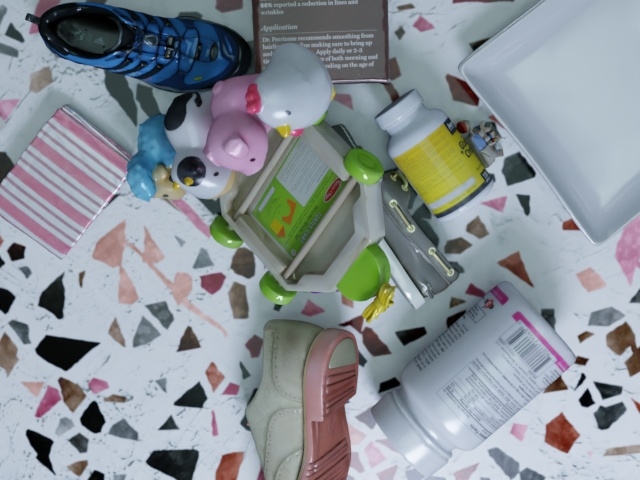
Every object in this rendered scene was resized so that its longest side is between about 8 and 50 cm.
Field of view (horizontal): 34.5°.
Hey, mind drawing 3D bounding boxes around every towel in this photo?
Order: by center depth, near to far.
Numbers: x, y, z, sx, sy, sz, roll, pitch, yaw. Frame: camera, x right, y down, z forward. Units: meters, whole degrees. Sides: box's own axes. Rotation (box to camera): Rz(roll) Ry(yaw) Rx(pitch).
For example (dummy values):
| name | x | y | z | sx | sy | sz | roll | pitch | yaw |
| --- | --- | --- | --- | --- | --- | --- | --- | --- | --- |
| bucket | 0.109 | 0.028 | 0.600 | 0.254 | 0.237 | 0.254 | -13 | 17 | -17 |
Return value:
| name | x | y | z | sx | sy | sz | roll | pitch | yaw |
| --- | --- | --- | --- | --- | --- | --- | --- | --- | --- |
| towel | -0.383 | -0.086 | 1.535 | 0.144 | 0.029 | 0.197 | 39 | 99 | -7 |

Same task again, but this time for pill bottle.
| name | x | y | z | sx | sy | sz | roll | pitch | yaw |
| --- | --- | --- | --- | --- | --- | --- | --- | --- | --- |
| pill bottle | 0.162 | -0.125 | 1.501 | 0.103 | 0.103 | 0.184 | -37 | 99 | 4 |
| pill bottle | 0.222 | 0.208 | 1.528 | 0.283 | 0.160 | 0.160 | -42 | 98 | 5 |

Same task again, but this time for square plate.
| name | x | y | z | sx | sy | sz | roll | pitch | yaw |
| --- | --- | --- | --- | --- | --- | --- | --- | --- | --- |
| square plate | 0.436 | -0.228 | 1.518 | 0.344 | 0.049 | 0.347 | -39 | 98 | 4 |

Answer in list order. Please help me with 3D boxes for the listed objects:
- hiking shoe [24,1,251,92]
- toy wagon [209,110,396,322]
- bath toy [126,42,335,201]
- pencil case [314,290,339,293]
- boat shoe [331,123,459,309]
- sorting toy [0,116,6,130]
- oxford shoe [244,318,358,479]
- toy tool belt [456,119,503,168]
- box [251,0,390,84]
| name | x | y | z | sx | sy | sz | roll | pitch | yaw |
| --- | --- | --- | --- | --- | --- | --- | --- | --- | --- |
| hiking shoe | -0.251 | -0.269 | 1.453 | 0.304 | 0.132 | 0.113 | 6 | 99 | -2 |
| toy wagon | -0.011 | -0.030 | 1.444 | 0.344 | 0.068 | 0.267 | 47 | 124 | 18 |
| bath toy | -0.127 | -0.146 | 1.383 | 0.348 | 0.129 | 0.151 | -20 | 99 | 45 |
| pencil case | 0.000 | 0.000 | 1.535 | 0.064 | 0.070 | 0.152 | -18 | 103 | -36 |
| boat shoe | 0.097 | -0.046 | 1.513 | 0.091 | 0.109 | 0.305 | -32 | 101 | -1 |
| sorting toy | -0.505 | -0.175 | 1.511 | 0.075 | 0.045 | 0.083 | 42 | 96 | -14 |
| oxford shoe | -0.040 | 0.304 | 1.574 | 0.146 | 0.140 | 0.397 | 16 | 105 | 27 |
| toy tool belt | 0.239 | -0.150 | 1.532 | 0.051 | 0.052 | 0.083 | -37 | 103 | -27 |
| box | -0.006 | -0.407 | 1.436 | 0.191 | 0.143 | 0.381 | -2 | 101 | 0 |
